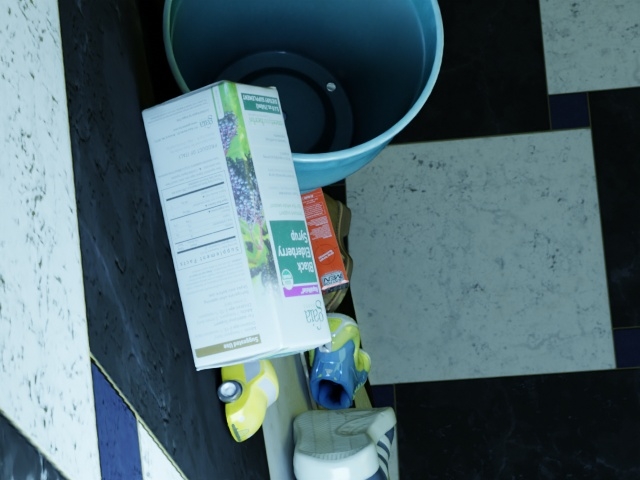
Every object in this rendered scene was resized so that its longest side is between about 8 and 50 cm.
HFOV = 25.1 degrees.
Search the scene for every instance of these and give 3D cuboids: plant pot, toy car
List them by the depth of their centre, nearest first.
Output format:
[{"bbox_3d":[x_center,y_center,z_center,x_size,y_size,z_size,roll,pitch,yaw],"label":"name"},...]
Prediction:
[{"bbox_3d":[-0.075,0.072,1.414,0.225,0.053,0.239,41,37,-83],"label":"toy car"},{"bbox_3d":[-0.032,-0.166,1.494,0.255,0.271,0.272,114,-35,-71],"label":"plant pot"}]

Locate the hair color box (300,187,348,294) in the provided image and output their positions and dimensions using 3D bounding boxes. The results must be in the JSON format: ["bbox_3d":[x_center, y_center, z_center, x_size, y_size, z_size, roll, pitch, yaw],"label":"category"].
[{"bbox_3d":[0.000,0.000,1.984,0.072,0.043,0.141,84,-11,-81],"label":"hair color box"}]

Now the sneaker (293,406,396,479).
[{"bbox_3d":[0.029,0.295,1.759,0.350,0.131,0.148,-33,117,-80],"label":"sneaker"}]

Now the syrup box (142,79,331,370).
[{"bbox_3d":[-0.072,-0.012,1.259,0.093,0.096,0.237,-2,77,-61],"label":"syrup box"}]

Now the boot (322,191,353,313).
[{"bbox_3d":[-0.021,0.017,2.211,0.115,0.112,0.305,38,26,-24],"label":"boot"}]

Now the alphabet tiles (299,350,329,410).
[{"bbox_3d":[-0.012,0.196,2.216,0.237,0.009,0.198,-39,116,-86],"label":"alphabet tiles"}]

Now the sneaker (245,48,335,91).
[{"bbox_3d":[-0.062,-0.251,1.717,0.134,0.146,0.343,45,6,38],"label":"sneaker"}]

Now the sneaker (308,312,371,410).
[{"bbox_3d":[0.019,0.203,2.113,0.240,0.091,0.126,70,26,-61],"label":"sneaker"}]

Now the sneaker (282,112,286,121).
[{"bbox_3d":[-0.099,-0.203,1.914,0.087,0.083,0.221,39,31,-62],"label":"sneaker"}]

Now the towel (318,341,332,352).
[{"bbox_3d":[-0.048,-0.023,1.981,0.329,0.037,0.237,-108,-178,-58],"label":"towel"}]
